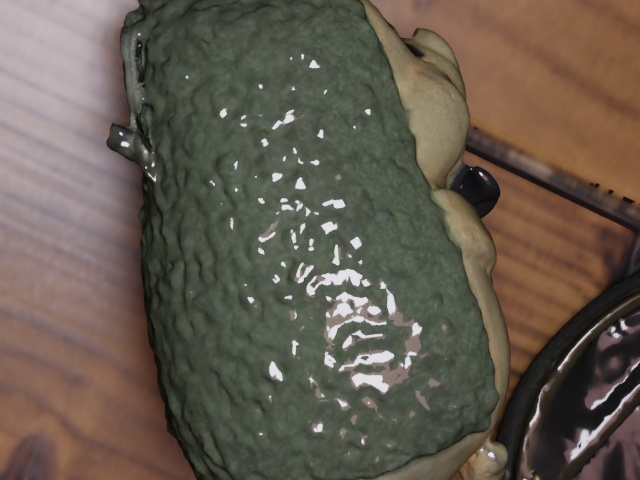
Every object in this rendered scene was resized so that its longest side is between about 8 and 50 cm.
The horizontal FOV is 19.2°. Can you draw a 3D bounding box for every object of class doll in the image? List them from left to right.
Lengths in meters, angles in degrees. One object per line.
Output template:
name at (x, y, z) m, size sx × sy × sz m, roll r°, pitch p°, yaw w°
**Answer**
doll at (0.000, 0.000, 1.146) m, size 0.247 × 0.247 × 0.349 m, roll -18°, pitch 88°, yaw -8°

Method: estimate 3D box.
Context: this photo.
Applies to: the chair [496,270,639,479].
chair at (0.301, 0.173, 1.113) m, size 0.362 × 0.410 × 0.364 m, roll 41°, pitch 87°, yaw -12°
